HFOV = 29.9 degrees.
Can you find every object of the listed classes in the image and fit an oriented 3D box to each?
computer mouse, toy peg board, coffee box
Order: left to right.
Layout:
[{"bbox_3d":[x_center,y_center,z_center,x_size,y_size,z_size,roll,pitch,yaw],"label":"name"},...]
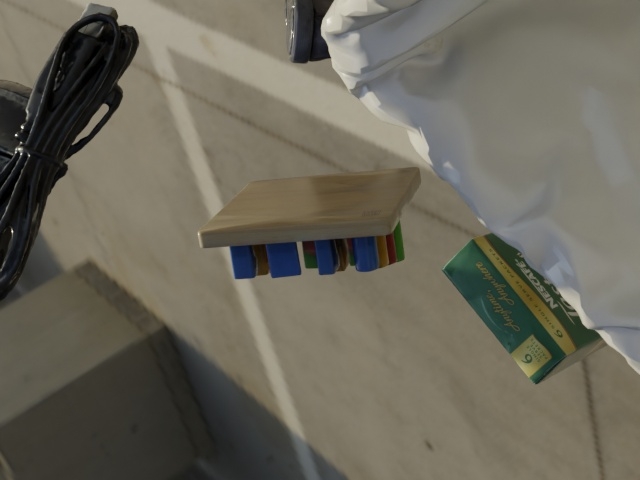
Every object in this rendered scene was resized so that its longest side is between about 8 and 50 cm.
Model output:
[{"bbox_3d":[-0.225,-0.059,0.785,0.072,0.188,0.272,31,165,-26],"label":"computer mouse"},{"bbox_3d":[0.000,0.000,1.033,0.160,0.161,0.079,-54,-42,-67],"label":"toy peg board"},{"bbox_3d":[0.182,0.037,0.925,0.040,0.184,0.113,-48,69,33],"label":"coffee box"}]

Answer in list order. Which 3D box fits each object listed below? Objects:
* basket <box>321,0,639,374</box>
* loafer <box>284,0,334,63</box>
[{"bbox_3d":[0.226,-0.087,0.476,0.331,0.266,0.328,44,167,-8],"label":"basket"},{"bbox_3d":[0.004,-0.300,1.500,0.302,0.095,0.109,-94,9,-57],"label":"loafer"}]
